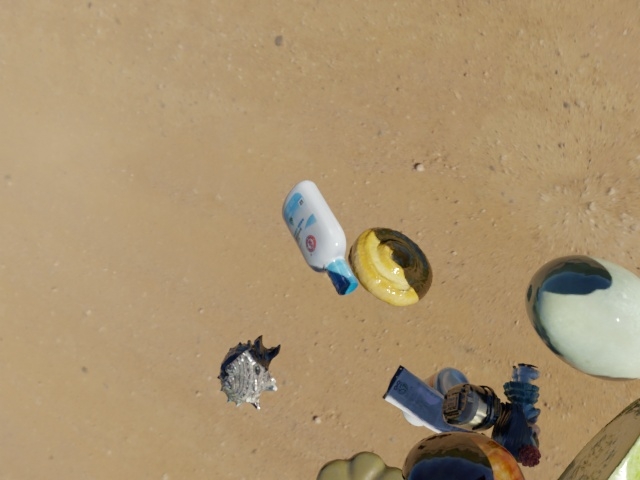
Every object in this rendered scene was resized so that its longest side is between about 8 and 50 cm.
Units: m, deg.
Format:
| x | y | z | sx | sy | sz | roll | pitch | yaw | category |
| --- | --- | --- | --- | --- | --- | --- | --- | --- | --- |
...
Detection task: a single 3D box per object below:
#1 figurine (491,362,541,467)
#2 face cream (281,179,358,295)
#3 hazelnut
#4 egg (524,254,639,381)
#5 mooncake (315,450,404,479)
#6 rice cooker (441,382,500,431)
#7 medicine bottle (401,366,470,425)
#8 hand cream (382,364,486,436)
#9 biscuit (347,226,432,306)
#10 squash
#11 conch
| x | y | z | sx | sy | sz | roll | pitch | yaw | category |
| --- | --- | --- | --- | --- | --- | --- | --- | --- | --- |
| 0.501 | 0.434 | 1.367 | 0.110 | 0.138 | 0.245 | 15 | 68 | 0 | figurine |
| 0.000 | 0.000 | 1.491 | 0.163 | 0.080 | 0.336 | -56 | 51 | 39 | face cream |
| 0.255 | 0.444 | 0.951 | 0.234 | 0.218 | 0.218 | 43 | 110 | 34 | hazelnut |
| 0.644 | 0.180 | 1.270 | 0.352 | 0.258 | 0.258 | 30 | 107 | -3 | egg |
| 0.116 | 0.811 | 1.584 | 0.378 | 0.201 | 0.378 | -2 | 54 | 3 | mooncake |
| 0.378 | 0.423 | 1.384 | 0.106 | 0.165 | 0.112 | 17 | 61 | -8 | rice cooker |
| 0.385 | 0.534 | 1.843 | 0.144 | 0.144 | 0.252 | 51 | 138 | 14 | medicine bottle |
| 0.344 | 0.516 | 1.667 | 0.336 | 0.076 | 0.121 | 28 | 75 | 36 | hand cream |
| 0.238 | 0.077 | 1.790 | 0.296 | 0.296 | 0.102 | 47 | 136 | 15 | biscuit |
| 0.306 | 0.312 | 0.661 | 0.189 | 0.189 | 0.260 | 1 | 85 | 25 | squash |
| -0.246 | 0.437 | 1.876 | 0.313 | 0.186 | 0.240 | 122 | 156 | -45 | conch |
